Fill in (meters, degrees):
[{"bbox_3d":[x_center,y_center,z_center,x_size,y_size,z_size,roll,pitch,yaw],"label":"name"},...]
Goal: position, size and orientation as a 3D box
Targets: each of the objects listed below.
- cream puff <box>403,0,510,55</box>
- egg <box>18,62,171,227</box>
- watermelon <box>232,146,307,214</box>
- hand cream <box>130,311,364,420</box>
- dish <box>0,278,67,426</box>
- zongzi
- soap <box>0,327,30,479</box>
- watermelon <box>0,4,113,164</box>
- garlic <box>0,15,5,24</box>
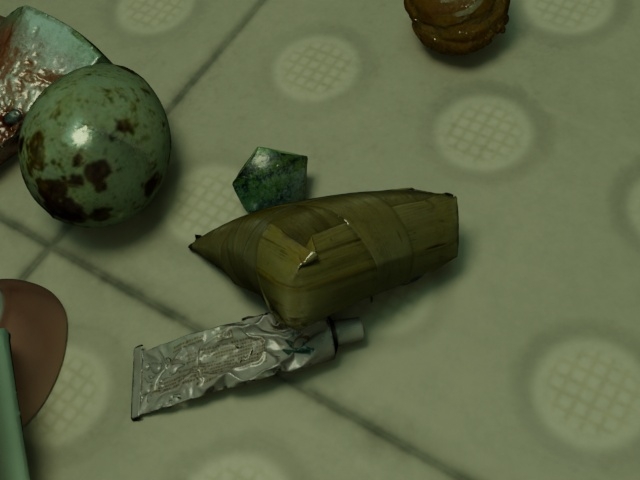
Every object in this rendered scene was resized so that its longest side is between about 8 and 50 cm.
[{"bbox_3d":[0.173,-0.293,1.058,0.126,0.103,0.144,-16,56,15],"label":"cream puff"},{"bbox_3d":[-0.257,-0.117,0.983,0.169,0.169,0.231,-3,47,7],"label":"egg"},{"bbox_3d":[-0.054,-0.063,0.989,0.084,0.072,0.092,18,101,7],"label":"watermelon"},{"bbox_3d":[-0.079,0.120,0.880,0.256,0.050,0.084,-12,60,5],"label":"hand cream"},{"bbox_3d":[-0.389,0.109,0.908,0.213,0.090,0.213,-4,59,7],"label":"dish"},{"bbox_3d":[0.000,0.000,0.928,0.228,0.115,0.256,-19,17,-29],"label":"zongzi"},{"bbox_3d":[-0.355,0.212,0.784,0.150,0.094,0.262,-13,81,3],"label":"soap"},{"bbox_3d":[-0.391,-0.182,1.073,0.154,0.094,0.241,33,80,-3],"label":"watermelon"},{"bbox_3d":[-0.451,-0.242,1.138,0.266,0.149,0.128,-24,21,-1],"label":"garlic"}]
